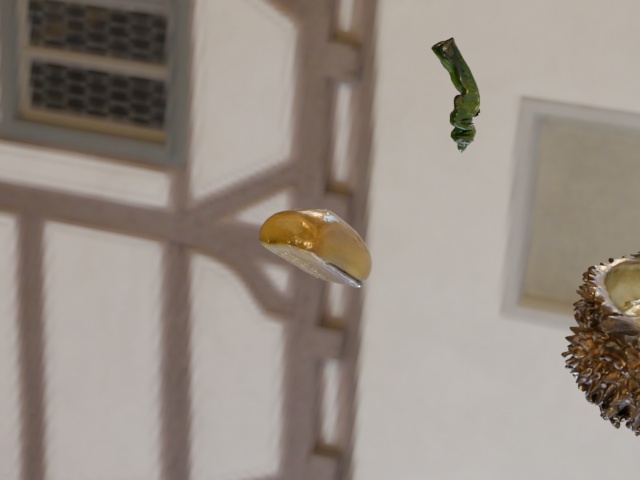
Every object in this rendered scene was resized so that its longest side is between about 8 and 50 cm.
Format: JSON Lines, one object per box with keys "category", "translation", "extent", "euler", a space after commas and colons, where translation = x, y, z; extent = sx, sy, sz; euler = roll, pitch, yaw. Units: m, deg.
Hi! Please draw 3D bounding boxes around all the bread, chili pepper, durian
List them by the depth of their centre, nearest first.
{"category": "durian", "translation": [0.157, 0.058, 0.757], "extent": [0.140, 0.110, 0.071], "euler": [3, -65, -47]}
{"category": "chili pepper", "translation": [0.100, -0.105, 1.191], "extent": [0.022, 0.027, 0.083], "euler": [-146, 44, -82]}
{"category": "bread", "translation": [0.000, 0.000, 1.523], "extent": [0.115, 0.082, 0.056], "euler": [32, -106, -50]}
